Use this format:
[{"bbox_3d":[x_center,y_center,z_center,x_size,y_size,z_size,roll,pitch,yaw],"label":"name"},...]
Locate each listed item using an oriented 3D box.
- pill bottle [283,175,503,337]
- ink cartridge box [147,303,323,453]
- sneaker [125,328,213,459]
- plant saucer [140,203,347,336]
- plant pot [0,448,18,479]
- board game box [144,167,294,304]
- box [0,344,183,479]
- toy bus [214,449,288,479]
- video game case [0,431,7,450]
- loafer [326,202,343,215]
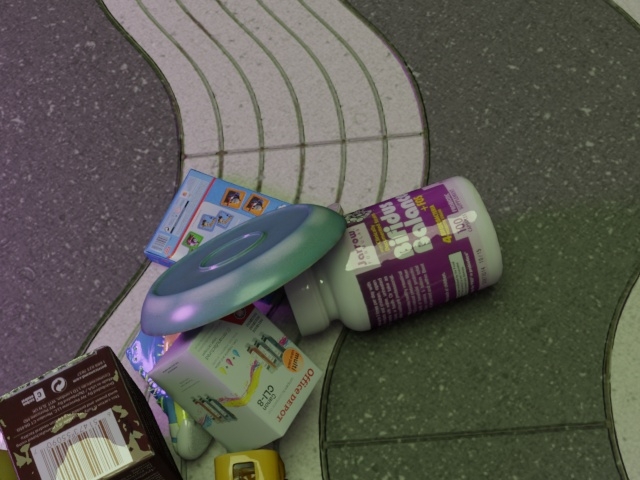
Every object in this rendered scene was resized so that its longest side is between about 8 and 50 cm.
[{"bbox_3d":[0.093,0.031,1.578,0.301,0.169,0.169,-20,62,-3],"label":"pill bottle"},{"bbox_3d":[-0.113,0.182,1.496,0.176,0.127,0.128,45,49,-10],"label":"ink cartridge box"},{"bbox_3d":[-0.216,0.202,1.592,0.126,0.091,0.240,-11,61,23],"label":"sneaker"},{"bbox_3d":[-0.114,0.028,1.508,0.317,0.317,0.044,-29,103,-8],"label":"plant saucer"},{"bbox_3d":[-0.459,0.337,1.489,0.134,0.095,0.134,-5,63,9],"label":"plant pot"},{"bbox_3d":[-0.141,-0.008,1.702,0.211,0.039,0.160,19,67,17],"label":"board game box"},{"bbox_3d":[-0.297,0.274,1.439,0.168,0.203,0.167,-26,64,-8],"label":"box"},{"bbox_3d":[-0.091,0.378,1.462,0.202,0.104,0.191,33,72,22],"label":"toy bus"},{"bbox_3d":[-0.365,0.366,1.539,0.210,0.042,0.232,1,63,9],"label":"video game case"},{"bbox_3d":[0.000,0.000,1.685,0.045,0.039,0.125,7,55,48],"label":"loafer"}]
